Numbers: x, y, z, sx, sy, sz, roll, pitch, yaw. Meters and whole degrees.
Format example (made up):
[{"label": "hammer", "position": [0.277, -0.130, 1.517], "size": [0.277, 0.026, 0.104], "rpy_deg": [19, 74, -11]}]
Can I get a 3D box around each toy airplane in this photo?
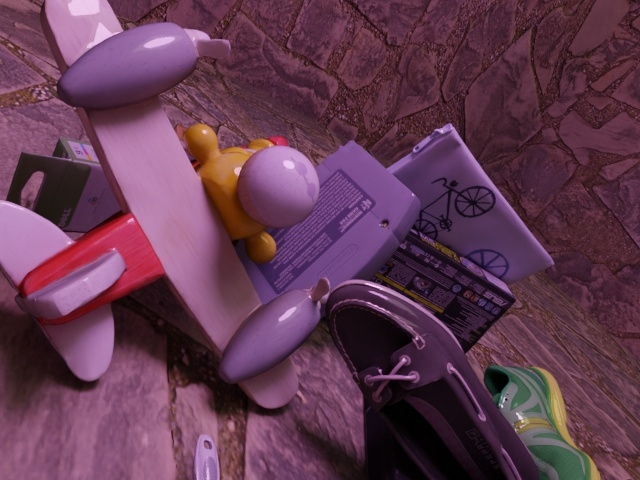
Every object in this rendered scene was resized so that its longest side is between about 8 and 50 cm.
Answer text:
[{"label": "toy airplane", "position": [-0.134, -0.029, 0.513], "size": [0.386, 0.272, 0.384], "rpy_deg": [32, 51, -51]}]

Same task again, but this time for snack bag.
[{"label": "snack bag", "position": [0.182, 0.002, 0.842], "size": [0.342, 0.323, 0.037], "rpy_deg": [44, 33, -22]}]

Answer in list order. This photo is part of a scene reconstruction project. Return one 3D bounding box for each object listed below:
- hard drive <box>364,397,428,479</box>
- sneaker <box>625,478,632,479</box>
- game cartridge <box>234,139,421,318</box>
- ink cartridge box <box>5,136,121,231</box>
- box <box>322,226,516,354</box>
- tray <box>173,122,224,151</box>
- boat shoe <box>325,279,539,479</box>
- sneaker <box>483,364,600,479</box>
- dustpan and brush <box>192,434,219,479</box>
[{"label": "hard drive", "position": [0.166, 0.321, 0.574], "size": [0.237, 0.064, 0.339], "rpy_deg": [31, 20, -10]}, {"label": "sneaker", "position": [0.475, 0.453, 0.746], "size": [0.208, 0.081, 0.094], "rpy_deg": [2, 44, -44]}, {"label": "game cartridge", "position": [0.000, 0.000, 0.723], "size": [0.196, 0.294, 0.060], "rpy_deg": [51, 5, 38]}, {"label": "ink cartridge box", "position": [-0.316, -0.071, 0.643], "size": [0.209, 0.109, 0.062], "rpy_deg": [5, 36, -52]}, {"label": "box", "position": [0.165, 0.105, 0.832], "size": [0.270, 0.216, 0.060], "rpy_deg": [29, 23, -12]}, {"label": "tray", "position": [-0.116, -0.061, 0.931], "size": [0.411, 0.076, 0.203], "rpy_deg": [30, 20, -29]}, {"label": "boat shoe", "position": [0.125, 0.183, 0.504], "size": [0.335, 0.112, 0.095], "rpy_deg": [49, 25, -8]}, {"label": "sneaker", "position": [0.281, 0.279, 0.645], "size": [0.124, 0.109, 0.295], "rpy_deg": [13, 22, 5]}, {"label": "dustpan and brush", "position": [-0.088, 0.251, 0.347], "size": [0.147, 0.060, 0.211], "rpy_deg": [22, 24, -30]}]
